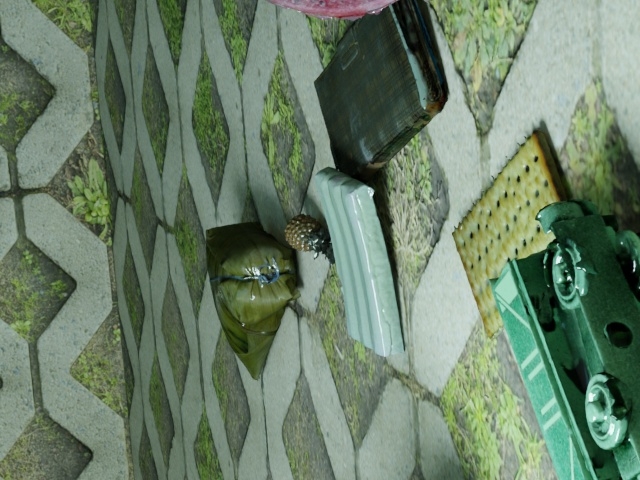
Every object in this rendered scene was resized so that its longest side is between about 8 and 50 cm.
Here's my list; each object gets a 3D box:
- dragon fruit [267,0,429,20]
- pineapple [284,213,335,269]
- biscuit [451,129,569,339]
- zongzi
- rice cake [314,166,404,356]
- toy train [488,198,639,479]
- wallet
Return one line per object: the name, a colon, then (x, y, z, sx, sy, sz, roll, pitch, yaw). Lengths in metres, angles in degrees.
dragon fruit: (0.000, -0.425, 1.375, 0.296, 0.314, 0.263, -9, 56, 39)
pineapple: (0.000, 0.000, 1.848, 0.124, 0.058, 0.058, 26, 122, 51)
biscuit: (0.195, -0.003, 1.318, 0.231, 0.016, 0.139, 119, 139, -59)
zongzi: (-0.098, 0.121, 2.045, 0.251, 0.125, 0.274, -142, 45, -73)
rice cake: (0.050, 0.027, 1.663, 0.127, 0.043, 0.237, 26, 130, 63)
toy train: (0.242, 0.099, 1.091, 0.154, 0.115, 0.269, 101, 155, -62)
wallet: (0.066, -0.179, 1.583, 0.317, 0.044, 0.169, 136, 121, -69)
